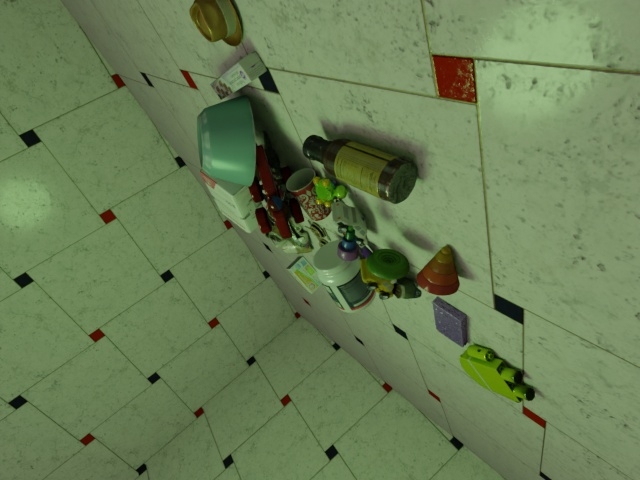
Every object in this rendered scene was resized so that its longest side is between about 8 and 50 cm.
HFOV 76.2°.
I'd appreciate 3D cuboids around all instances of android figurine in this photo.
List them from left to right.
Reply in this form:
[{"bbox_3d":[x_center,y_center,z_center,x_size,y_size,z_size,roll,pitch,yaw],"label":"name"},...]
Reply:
[{"bbox_3d":[0.596,0.463,1.417,0.248,0.056,0.273,50,163,-13],"label":"android figurine"}]

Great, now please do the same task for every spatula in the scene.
[{"bbox_3d":[0.133,-0.024,1.456,0.296,0.030,0.084,58,-161,-19],"label":"spatula"}]

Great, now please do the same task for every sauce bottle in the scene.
[{"bbox_3d":[0.085,-0.200,1.050,0.344,0.111,0.111,34,160,41],"label":"sauce bottle"}]

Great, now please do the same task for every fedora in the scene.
[{"bbox_3d":[-0.294,-0.602,1.098,0.194,0.079,0.194,42,162,17],"label":"fedora"}]

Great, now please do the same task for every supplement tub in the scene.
[{"bbox_3d":[0.101,0.150,1.676,0.191,0.191,0.272,27,154,50],"label":"supplement tub"}]

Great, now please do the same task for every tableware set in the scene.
[{"bbox_3d":[0.000,0.000,1.843,0.128,0.039,0.194,29,156,46],"label":"tableware set"}]

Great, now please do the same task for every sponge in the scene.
[{"bbox_3d":[0.449,0.286,1.413,0.117,0.031,0.210,34,160,38],"label":"sponge"}]

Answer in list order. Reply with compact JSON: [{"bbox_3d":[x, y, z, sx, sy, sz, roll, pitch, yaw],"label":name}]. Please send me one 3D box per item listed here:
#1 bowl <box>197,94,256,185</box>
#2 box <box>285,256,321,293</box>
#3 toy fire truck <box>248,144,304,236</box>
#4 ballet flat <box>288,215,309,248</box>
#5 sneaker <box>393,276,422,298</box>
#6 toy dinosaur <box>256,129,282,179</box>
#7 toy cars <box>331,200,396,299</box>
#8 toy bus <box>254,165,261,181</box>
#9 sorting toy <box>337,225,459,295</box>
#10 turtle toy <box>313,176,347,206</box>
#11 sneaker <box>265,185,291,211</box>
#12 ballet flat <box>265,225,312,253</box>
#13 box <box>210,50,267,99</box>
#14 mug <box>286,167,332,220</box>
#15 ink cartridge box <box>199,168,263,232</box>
[{"bbox_3d":[-0.332,-0.336,1.402,0.311,0.163,0.311,173,90,-71],"label":"bowl"},{"bbox_3d":[-0.091,0.206,2.419,0.203,0.114,0.103,49,164,-11],"label":"box"},{"bbox_3d":[-0.170,-0.161,1.455,0.254,0.169,0.302,71,-177,-81],"label":"toy fire truck"},{"bbox_3d":[-0.110,-0.044,1.975,0.079,0.077,0.221,-11,122,48],"label":"ballet flat"},{"bbox_3d":[0.297,0.161,1.433,0.192,0.086,0.064,-104,19,-77],"label":"sneaker"},{"bbox_3d":[-0.213,-0.336,1.555,0.118,0.064,0.268,22,154,24],"label":"toy dinosaur"},{"bbox_3d":[0.163,0.031,1.348,0.393,0.087,0.176,62,-155,-10],"label":"toy cars"},{"bbox_3d":[-0.395,-0.348,1.848,0.333,0.130,0.108,33,159,38],"label":"toy bus"},{"bbox_3d":[0.223,0.035,1.162,0.366,0.127,0.126,17,128,18],"label":"sorting toy"},{"bbox_3d":[0.032,-0.162,1.334,0.130,0.066,0.095,23,128,49],"label":"turtle toy"},{"bbox_3d":[-0.169,-0.169,1.758,0.112,0.120,0.299,15,172,-3],"label":"sneaker"},{"bbox_3d":[-0.181,0.007,2.177,0.349,0.123,0.123,31,157,42],"label":"ballet flat"},{"bbox_3d":[-0.264,-0.506,1.272,0.063,0.067,0.324,54,163,-24],"label":"box"},{"bbox_3d":[-0.032,-0.170,1.459,0.150,0.113,0.169,-88,-27,-43],"label":"mug"},{"bbox_3d":[-0.360,-0.188,1.715,0.207,0.117,0.283,35,159,23],"label":"ink cartridge box"}]
